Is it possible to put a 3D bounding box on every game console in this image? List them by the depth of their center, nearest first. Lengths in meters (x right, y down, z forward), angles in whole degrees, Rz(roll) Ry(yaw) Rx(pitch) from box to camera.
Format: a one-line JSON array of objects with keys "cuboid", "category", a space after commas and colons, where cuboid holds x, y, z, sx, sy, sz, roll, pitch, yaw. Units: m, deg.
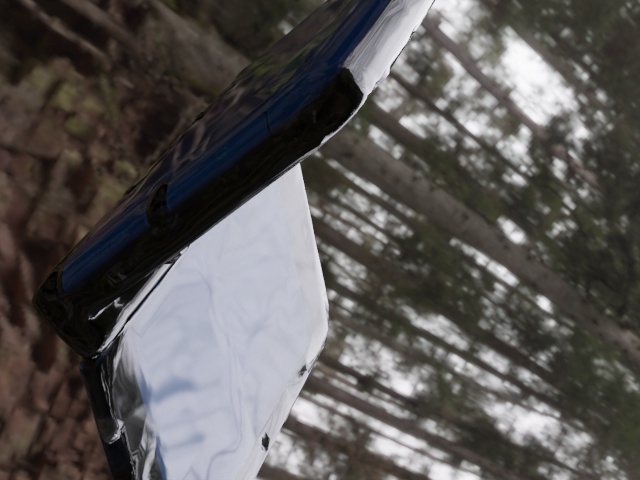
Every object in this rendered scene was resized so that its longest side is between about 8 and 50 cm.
[{"cuboid": [0.000, 0.000, 0.667, 0.250, 0.173, 0.293, -35, -167, 29], "category": "game console"}]
